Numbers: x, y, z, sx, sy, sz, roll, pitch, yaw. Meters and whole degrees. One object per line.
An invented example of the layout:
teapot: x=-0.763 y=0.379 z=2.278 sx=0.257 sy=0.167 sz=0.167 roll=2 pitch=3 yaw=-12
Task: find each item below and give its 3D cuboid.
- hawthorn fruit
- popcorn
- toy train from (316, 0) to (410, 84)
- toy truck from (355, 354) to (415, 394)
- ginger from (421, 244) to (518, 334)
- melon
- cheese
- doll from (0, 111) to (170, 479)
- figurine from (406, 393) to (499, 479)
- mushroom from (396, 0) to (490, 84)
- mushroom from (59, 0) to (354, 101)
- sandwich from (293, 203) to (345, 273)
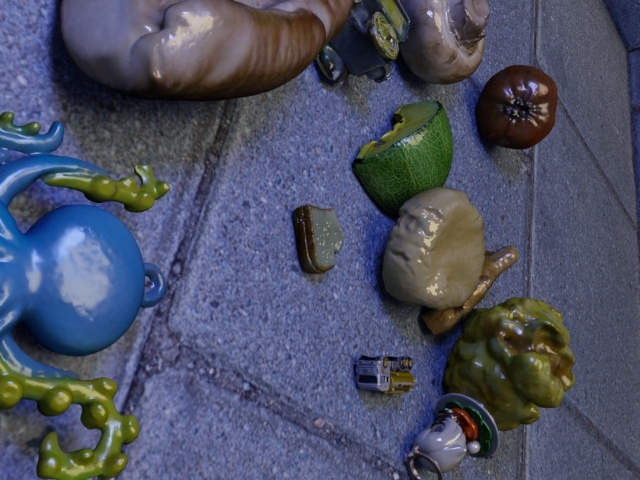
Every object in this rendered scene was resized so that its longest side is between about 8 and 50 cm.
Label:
hawthorn fruit: x=0.477 y=-0.319 z=1.730 sx=0.251 sy=0.200 sz=0.199 roll=-29 pitch=103 yaw=-69
popcorn: x=0.353 y=0.210 z=1.330 sx=0.235 sy=0.242 sz=0.250 roll=49 pitch=41 yaw=-29
toy train: x=0.039 y=-0.384 z=1.189 sx=0.261 sy=0.134 sz=0.177 roll=50 pitch=35 yaw=-33
toy truck: x=0.106 y=0.216 z=1.147 sx=0.123 sy=0.052 sz=0.062 roll=14 pitch=74 yaw=-53
ginger: x=0.287 y=0.095 z=1.398 sx=0.065 sy=0.118 sz=0.299 roll=55 pitch=46 yaw=-4
melon: x=0.186 y=-0.146 z=1.313 sx=0.169 sy=0.129 sz=0.265 roll=64 pitch=37 yaw=-22
cheese: x=0.201 y=0.013 z=1.245 sx=0.226 sy=0.117 sz=0.213 roll=8 pitch=93 yaw=-53
doll: x=-0.288 y=0.049 z=0.650 sx=0.341 sy=0.099 sz=0.345 roll=5 pitch=70 yaw=-40
figurine: x=0.211 y=0.348 z=1.205 sx=0.154 sy=0.132 sz=0.132 roll=-29 pitch=103 yaw=-40
mushroom: x=0.245 y=-0.438 z=1.444 sx=0.255 sy=0.184 sz=0.254 roll=18 pitch=61 yaw=-35
mushroom: x=-0.132 y=-0.278 z=0.887 sx=0.313 sy=0.224 sz=0.397 roll=56 pitch=46 yaw=-48
sandwich: x=0.000 y=0.000 z=1.086 sx=0.093 sy=0.036 sz=0.104 roll=9 pitch=73 yaw=-53
